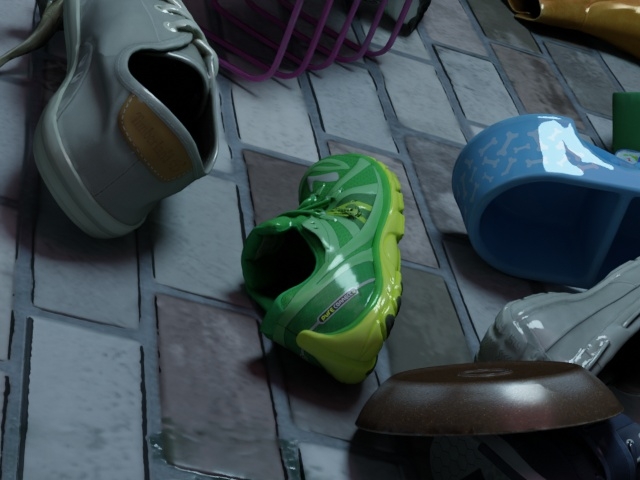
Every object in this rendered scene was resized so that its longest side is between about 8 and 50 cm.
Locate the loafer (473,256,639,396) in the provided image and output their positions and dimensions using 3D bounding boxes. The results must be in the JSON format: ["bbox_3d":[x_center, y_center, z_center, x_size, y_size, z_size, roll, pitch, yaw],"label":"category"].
[{"bbox_3d":[0.266,0.089,1.406,0.319,0.112,0.111,-17,51,-42],"label":"loafer"}]

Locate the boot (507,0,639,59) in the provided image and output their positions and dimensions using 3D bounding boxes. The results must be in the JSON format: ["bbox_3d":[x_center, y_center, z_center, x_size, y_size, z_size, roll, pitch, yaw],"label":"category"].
[{"bbox_3d":[0.398,-0.313,2.291,0.211,0.104,0.295,-3,31,-33],"label":"boot"}]

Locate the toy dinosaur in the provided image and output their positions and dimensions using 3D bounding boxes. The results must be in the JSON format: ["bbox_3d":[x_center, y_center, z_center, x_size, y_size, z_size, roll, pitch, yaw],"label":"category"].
[{"bbox_3d":[-0.258,-0.252,1.604,0.064,0.118,0.268,21,25,3],"label":"toy dinosaur"}]

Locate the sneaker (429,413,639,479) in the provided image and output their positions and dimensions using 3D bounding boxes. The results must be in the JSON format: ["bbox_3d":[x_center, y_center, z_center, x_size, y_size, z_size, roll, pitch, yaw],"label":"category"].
[{"bbox_3d":[0.206,0.201,1.157,0.163,0.086,0.226,-1,34,-35],"label":"sneaker"}]

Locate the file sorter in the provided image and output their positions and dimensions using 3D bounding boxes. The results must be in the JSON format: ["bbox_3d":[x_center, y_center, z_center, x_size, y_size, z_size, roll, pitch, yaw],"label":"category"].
[{"bbox_3d":[-0.032,-0.301,1.807,0.202,0.182,0.290,32,27,21],"label":"file sorter"}]

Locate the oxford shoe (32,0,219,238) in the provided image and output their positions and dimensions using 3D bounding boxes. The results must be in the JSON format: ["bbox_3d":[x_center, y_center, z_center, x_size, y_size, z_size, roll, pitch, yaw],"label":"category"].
[{"bbox_3d":[-0.152,-0.160,1.446,0.169,0.130,0.449,50,19,-25],"label":"oxford shoe"}]

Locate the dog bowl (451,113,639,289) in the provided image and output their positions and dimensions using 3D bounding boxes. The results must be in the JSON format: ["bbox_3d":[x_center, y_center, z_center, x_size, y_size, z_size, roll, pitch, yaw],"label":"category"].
[{"bbox_3d":[0.272,-0.023,1.537,0.297,0.166,0.074,10,44,-5],"label":"dog bowl"}]

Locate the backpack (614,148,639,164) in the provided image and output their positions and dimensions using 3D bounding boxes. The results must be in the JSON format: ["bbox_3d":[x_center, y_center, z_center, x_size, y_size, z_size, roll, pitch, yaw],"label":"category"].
[{"bbox_3d":[0.363,-0.058,1.715,0.114,0.084,0.105,20,24,7],"label":"backpack"}]

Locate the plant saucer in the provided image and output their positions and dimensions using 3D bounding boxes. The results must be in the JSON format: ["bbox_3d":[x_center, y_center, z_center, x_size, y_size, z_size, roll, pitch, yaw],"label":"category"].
[{"bbox_3d":[0.123,0.114,1.190,0.198,0.036,0.198,-5,1,0],"label":"plant saucer"}]

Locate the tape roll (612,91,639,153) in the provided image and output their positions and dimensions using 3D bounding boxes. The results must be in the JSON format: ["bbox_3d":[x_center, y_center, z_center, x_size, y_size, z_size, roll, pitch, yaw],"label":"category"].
[{"bbox_3d":[0.505,-0.139,1.885,0.321,0.077,0.321,-1,5,0],"label":"tape roll"}]

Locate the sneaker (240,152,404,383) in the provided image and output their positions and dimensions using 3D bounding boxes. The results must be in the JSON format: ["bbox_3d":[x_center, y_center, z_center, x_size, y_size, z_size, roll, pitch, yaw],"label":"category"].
[{"bbox_3d":[0.000,0.000,1.345,0.123,0.109,0.295,21,26,-12],"label":"sneaker"}]

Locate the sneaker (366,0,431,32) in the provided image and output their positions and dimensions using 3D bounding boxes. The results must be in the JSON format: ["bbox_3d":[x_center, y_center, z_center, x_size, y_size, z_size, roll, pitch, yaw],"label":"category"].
[{"bbox_3d":[0.053,-0.440,1.966,0.182,0.410,0.158,9,43,12],"label":"sneaker"}]
